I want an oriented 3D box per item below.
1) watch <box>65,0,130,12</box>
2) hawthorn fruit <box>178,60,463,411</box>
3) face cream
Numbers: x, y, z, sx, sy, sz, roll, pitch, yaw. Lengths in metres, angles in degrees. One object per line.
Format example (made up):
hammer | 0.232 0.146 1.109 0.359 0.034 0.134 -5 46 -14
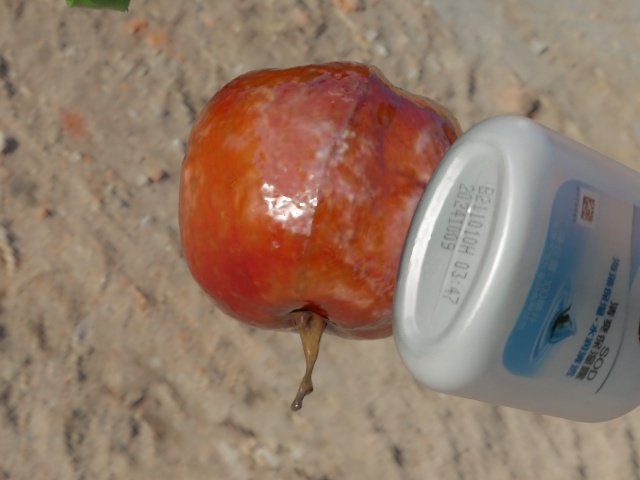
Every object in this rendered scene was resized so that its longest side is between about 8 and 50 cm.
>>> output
watch | -0.252 -0.337 1.794 0.131 0.165 0.152 4 87 -18
hawthorn fruit | 0.000 0.000 1.252 0.242 0.242 0.272 25 64 -28
face cream | 0.174 0.035 1.000 0.336 0.080 0.163 18 91 -50
